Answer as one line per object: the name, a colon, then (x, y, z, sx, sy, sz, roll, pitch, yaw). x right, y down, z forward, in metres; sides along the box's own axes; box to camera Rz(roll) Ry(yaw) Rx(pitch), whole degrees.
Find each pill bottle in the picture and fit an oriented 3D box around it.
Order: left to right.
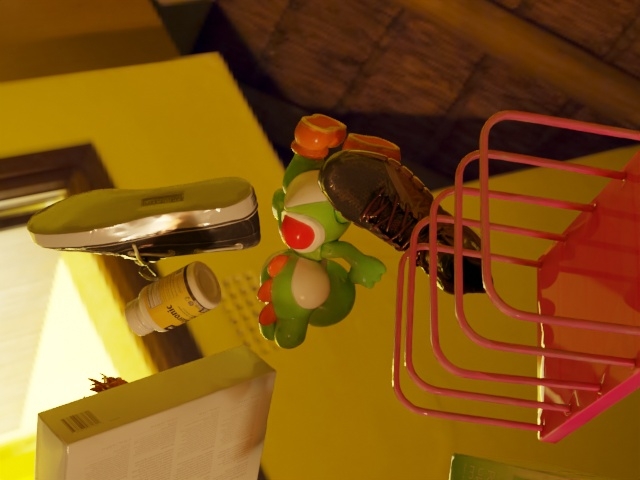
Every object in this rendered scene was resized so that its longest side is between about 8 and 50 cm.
pill bottle: (-0.189, 0.077, 1.398, 0.116, 0.065, 0.065, -26, -102, 22)

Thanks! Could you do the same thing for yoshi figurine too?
yoshi figurine: (0.008, -0.005, 1.754, 0.203, 0.203, 0.362, -121, -133, -69)

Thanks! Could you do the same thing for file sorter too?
file sorter: (0.185, 0.039, 1.005, 0.291, 0.182, 0.202, 116, -19, -62)

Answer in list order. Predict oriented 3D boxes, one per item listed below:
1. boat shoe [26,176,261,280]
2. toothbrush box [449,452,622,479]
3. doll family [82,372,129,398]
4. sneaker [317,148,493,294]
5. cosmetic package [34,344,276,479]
boat shoe: (-0.233, -0.011, 1.480, 0.113, 0.306, 0.105, -105, -174, -57)
toothbrush box: (0.243, 0.346, 1.166, 0.283, 0.122, 0.206, 173, -74, -67)
doll family: (-0.379, 0.298, 1.784, 0.118, 0.263, 0.163, 50, -43, 7)
sneaker: (0.128, -0.018, 1.477, 0.106, 0.281, 0.162, -56, -165, 12)
cosmetic package: (-0.256, 0.345, 1.711, 0.097, 0.377, 0.284, 33, -56, 39)
